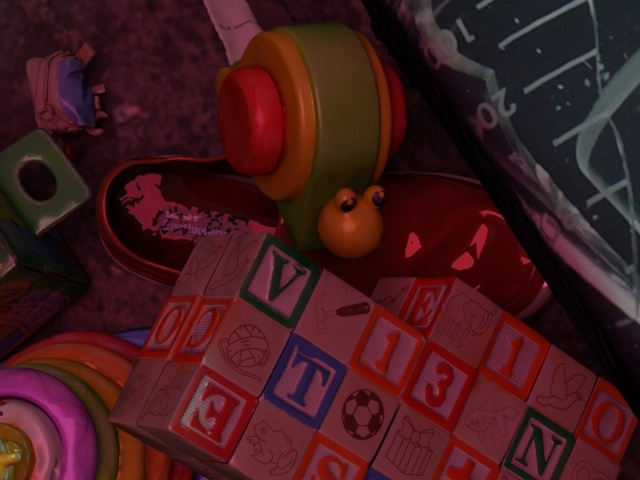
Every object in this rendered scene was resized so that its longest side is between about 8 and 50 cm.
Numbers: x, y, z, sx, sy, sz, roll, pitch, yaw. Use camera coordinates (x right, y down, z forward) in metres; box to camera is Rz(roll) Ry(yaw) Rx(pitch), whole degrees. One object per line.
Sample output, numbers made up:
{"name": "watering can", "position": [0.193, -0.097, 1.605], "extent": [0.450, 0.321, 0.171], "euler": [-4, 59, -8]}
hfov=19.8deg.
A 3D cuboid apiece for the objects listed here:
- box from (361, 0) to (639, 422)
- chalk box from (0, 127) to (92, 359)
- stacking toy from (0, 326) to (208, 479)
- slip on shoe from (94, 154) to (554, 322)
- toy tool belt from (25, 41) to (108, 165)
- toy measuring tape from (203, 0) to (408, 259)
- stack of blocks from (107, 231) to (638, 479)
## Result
{"name": "box", "position": [0.323, -0.112, 1.026], "extent": [0.480, 0.297, 0.472], "euler": [-33, 69, 3]}
{"name": "chalk box", "position": [-0.259, 0.009, 1.268], "extent": [0.213, 0.132, 0.132], "euler": [-40, 74, 7]}
{"name": "stacking toy", "position": [-0.183, 0.137, 1.161], "extent": [0.175, 0.302, 0.166], "euler": [-13, 83, 11]}
{"name": "slip on shoe", "position": [0.000, 0.000, 1.239], "extent": [0.331, 0.101, 0.123], "euler": [9, 86, 10]}
{"name": "toy tool belt", "position": [-0.176, -0.096, 1.306], "extent": [0.051, 0.052, 0.083], "euler": [-16, 83, 18]}
{"name": "toy measuring tape", "position": [-0.025, -0.130, 1.192], "extent": [0.121, 0.121, 0.330], "euler": [-28, 57, 8]}
{"name": "stack of blocks", "position": [0.041, 0.106, 1.125], "extent": [0.297, 0.087, 0.171], "euler": [33, 72, -25]}
